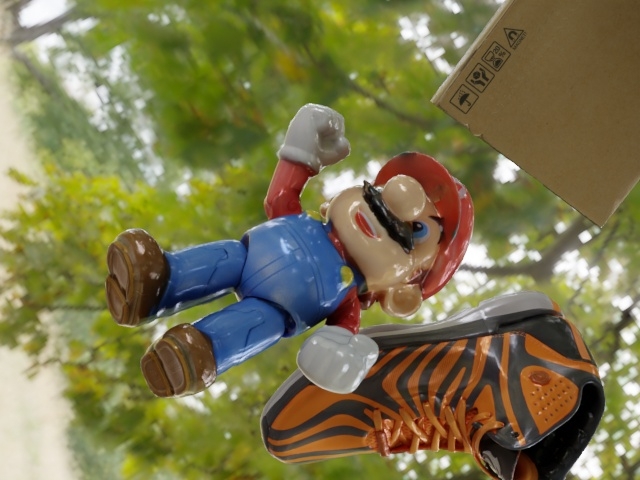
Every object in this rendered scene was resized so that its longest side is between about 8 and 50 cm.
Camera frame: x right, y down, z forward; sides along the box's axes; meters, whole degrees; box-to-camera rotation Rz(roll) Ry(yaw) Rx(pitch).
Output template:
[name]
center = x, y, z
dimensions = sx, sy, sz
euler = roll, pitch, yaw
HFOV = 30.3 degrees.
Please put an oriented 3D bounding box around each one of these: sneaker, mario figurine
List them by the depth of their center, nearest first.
[mario figurine]
center = 0.000, 0.000, 0.932
dimensions = 0.170, 0.320, 0.198
euler = 6, -68, 53
[sneaker]
center = 0.110, 0.165, 1.087
dimensions = 0.180, 0.321, 0.124
euler = -115, -175, -47

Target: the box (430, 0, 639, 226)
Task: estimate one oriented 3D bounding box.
[box]
center = 0.203, -0.133, 0.854
dimensions = 0.164, 0.201, 0.021
euler = 34, 8, -16
